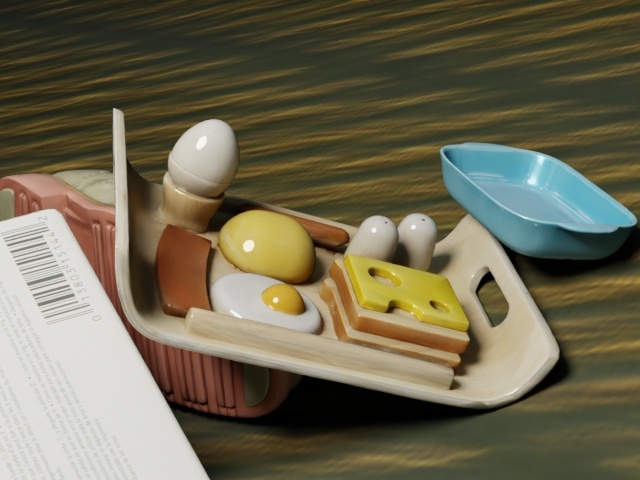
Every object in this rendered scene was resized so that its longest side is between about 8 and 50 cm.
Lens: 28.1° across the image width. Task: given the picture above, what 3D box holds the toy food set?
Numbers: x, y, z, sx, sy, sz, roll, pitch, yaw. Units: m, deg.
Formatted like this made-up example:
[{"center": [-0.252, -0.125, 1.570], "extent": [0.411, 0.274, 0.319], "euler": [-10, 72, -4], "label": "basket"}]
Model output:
[{"center": [0.000, 0.000, 0.895], "extent": [0.306, 0.092, 0.219], "euler": [14, 24, -17], "label": "toy food set"}]

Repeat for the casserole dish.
[{"center": [0.162, -0.029, 0.988], "extent": [0.114, 0.037, 0.188], "euler": [2, 23, -21], "label": "casserole dish"}]

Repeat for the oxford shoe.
[{"center": [-0.120, 0.016, 1.045], "extent": [0.146, 0.140, 0.397], "euler": [-17, 32, -35], "label": "oxford shoe"}]

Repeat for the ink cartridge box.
[{"center": [-0.223, 0.130, 0.773], "extent": [0.261, 0.066, 0.296], "euler": [-15, 55, -29], "label": "ink cartridge box"}]
